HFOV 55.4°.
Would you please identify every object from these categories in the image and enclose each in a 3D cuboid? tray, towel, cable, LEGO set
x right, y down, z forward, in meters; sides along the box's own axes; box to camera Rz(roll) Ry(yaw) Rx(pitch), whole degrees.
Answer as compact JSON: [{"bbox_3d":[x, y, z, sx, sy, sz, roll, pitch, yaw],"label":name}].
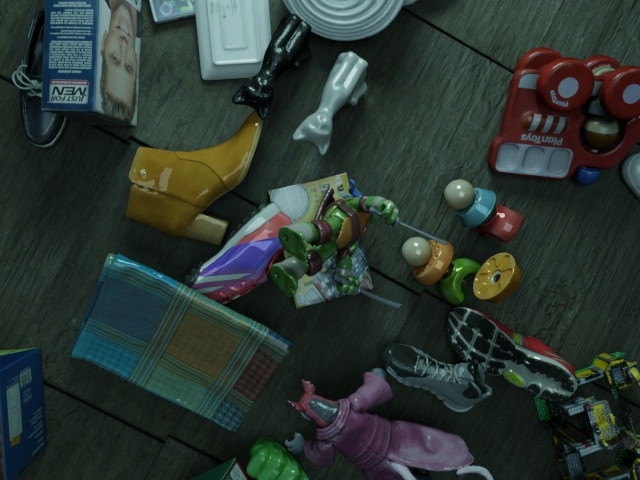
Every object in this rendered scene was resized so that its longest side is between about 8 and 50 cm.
[{"bbox_3d":[-0.172,-0.454,1.184,0.145,0.030,0.270,-5,101,-6],"label":"tray"},{"bbox_3d":[-0.272,0.202,1.153,0.370,0.040,0.271,28,119,-6],"label":"towel"},{"bbox_3d":[0.044,-0.500,1.141,0.257,0.089,0.257,-28,120,25],"label":"cable"},{"bbox_3d":[0.587,0.402,1.227,0.255,0.192,0.331,-9,93,-5],"label":"LEGO set"}]

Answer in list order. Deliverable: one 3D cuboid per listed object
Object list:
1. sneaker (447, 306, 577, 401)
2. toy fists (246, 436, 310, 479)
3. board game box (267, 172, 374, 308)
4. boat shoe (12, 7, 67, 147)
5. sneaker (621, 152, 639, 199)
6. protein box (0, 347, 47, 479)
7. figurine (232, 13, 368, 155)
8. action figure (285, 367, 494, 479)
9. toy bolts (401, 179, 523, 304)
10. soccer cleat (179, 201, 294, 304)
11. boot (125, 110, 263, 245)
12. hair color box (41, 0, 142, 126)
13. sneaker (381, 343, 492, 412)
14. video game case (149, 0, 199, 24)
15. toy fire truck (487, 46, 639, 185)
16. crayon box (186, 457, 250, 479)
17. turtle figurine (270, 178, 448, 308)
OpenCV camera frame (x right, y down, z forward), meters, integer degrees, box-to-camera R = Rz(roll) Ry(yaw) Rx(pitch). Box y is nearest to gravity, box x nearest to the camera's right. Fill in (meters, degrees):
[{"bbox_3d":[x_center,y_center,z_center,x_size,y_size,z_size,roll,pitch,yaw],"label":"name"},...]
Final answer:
[{"bbox_3d":[0.387,0.226,1.245,0.279,0.118,0.107,33,113,18],"label":"sneaker"},{"bbox_3d":[-0.042,0.506,1.185,0.096,0.142,0.279,-39,95,-18],"label":"toy fists"},{"bbox_3d":[0.000,0.000,1.230,0.165,0.042,0.243,-13,93,-5],"label":"board game box"},{"bbox_3d":[-0.521,-0.305,1.149,0.095,0.079,0.254,12,91,-6],"label":"boat shoe"},{"bbox_3d":[0.775,-0.088,1.244,0.293,0.169,0.108,35,90,-5],"label":"sneaker"},{"bbox_3d":[-0.602,0.317,1.101,0.136,0.200,0.201,-3,92,-6],"label":"protein box"},{"bbox_3d":[-0.033,-0.288,1.164,0.215,0.092,0.209,31,69,-6],"label":"figurine"},{"bbox_3d":[0.089,0.394,1.151,0.370,0.276,0.248,34,94,-20],"label":"action figure"},{"bbox_3d":[0.283,-0.004,1.181,0.158,0.218,0.228,33,81,-19],"label":"toy bolts"},{"bbox_3d":[-0.170,0.069,1.167,0.318,0.108,0.116,-44,90,5],"label":"soccer cleat"},{"bbox_3d":[-0.245,-0.148,1.171,0.211,0.104,0.295,21,94,-6],"label":"boot"},{"bbox_3d":[-0.405,-0.391,1.103,0.105,0.174,0.347,4,92,8],"label":"hair color box"},{"bbox_3d":[0.244,0.254,1.212,0.229,0.132,0.086,30,52,-12],"label":"sneaker"},{"bbox_3d":[-0.263,-0.537,1.196,0.173,0.022,0.190,-14,93,-5],"label":"video game case"},{"bbox_3d":[0.509,-0.241,1.231,0.302,0.169,0.253,6,115,-5],"label":"toy fire truck"},{"bbox_3d":[-0.209,0.643,1.158,0.313,0.106,0.362,-29,95,16],"label":"crayon box"},{"bbox_3d":[0.063,0.021,1.088,0.266,0.198,0.274,-23,86,-37],"label":"turtle figurine"}]
